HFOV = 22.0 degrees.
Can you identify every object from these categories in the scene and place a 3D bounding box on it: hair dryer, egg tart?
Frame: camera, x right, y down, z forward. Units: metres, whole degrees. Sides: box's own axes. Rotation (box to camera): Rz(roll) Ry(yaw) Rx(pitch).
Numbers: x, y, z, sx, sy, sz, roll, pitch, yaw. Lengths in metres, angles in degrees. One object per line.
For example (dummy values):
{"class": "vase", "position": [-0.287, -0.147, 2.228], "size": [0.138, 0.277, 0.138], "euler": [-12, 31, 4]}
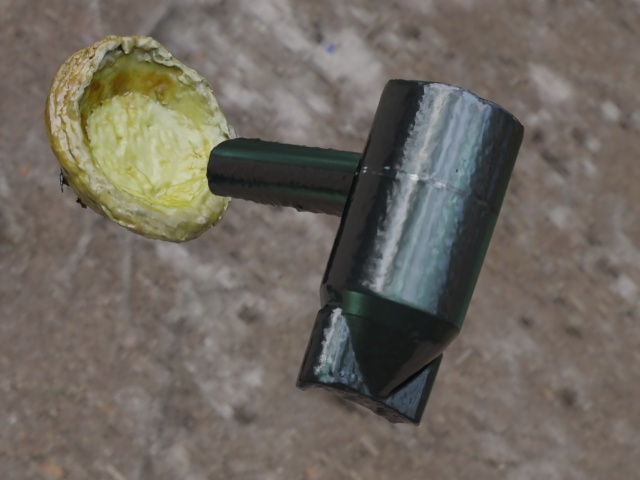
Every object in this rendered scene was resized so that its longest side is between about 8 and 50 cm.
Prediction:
{"class": "hair dryer", "position": [0.000, 0.000, 1.301], "size": [0.116, 0.302, 0.244], "euler": [29, 77, -41]}
{"class": "egg tart", "position": [-0.175, -0.091, 1.566], "size": [0.212, 0.090, 0.213], "euler": [16, 63, -32]}
